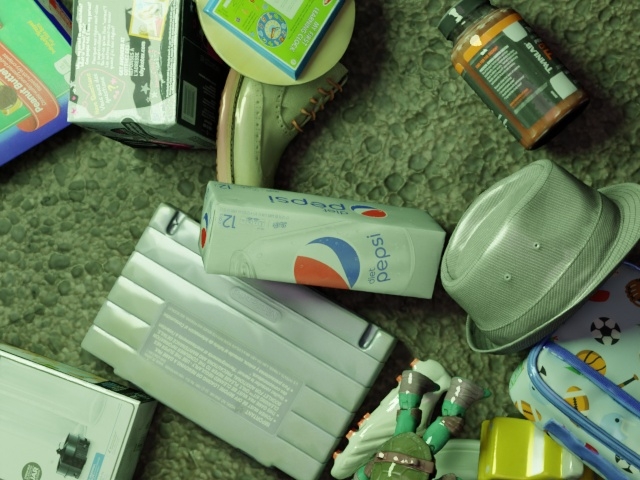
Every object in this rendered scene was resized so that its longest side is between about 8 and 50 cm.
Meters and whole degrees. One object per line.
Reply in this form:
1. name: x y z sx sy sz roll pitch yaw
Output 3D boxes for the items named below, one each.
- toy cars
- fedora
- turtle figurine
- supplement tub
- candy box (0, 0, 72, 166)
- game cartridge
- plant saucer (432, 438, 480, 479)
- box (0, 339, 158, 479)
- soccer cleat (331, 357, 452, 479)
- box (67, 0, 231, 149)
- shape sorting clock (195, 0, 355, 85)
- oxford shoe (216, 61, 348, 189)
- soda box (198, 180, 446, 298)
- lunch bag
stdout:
1. toy cars: 0.354 0.340 1.652 0.176 0.087 0.393 -36 81 -26
2. fedora: 0.242 0.001 1.635 0.124 0.243 0.275 40 107 -16
3. turtle figurine: 0.113 0.273 1.643 0.175 0.118 0.234 13 72 23
4. supplement tub: 0.233 -0.214 1.726 0.106 0.106 0.198 -41 82 6
5. candy box: -0.474 -0.219 1.773 0.317 0.268 0.122 -29 39 9
6. game cartridge: -0.108 0.134 1.795 0.355 0.068 0.230 30 97 10
7. plant saucer: 0.173 0.447 1.709 0.401 0.100 0.400 0 87 9
8. box: -0.378 0.238 1.821 0.290 0.087 0.169 20 91 11
9. soccer cleat: 0.092 0.234 1.751 0.076 0.068 0.196 42 92 6
10. box: -0.207 -0.203 1.730 0.142 0.247 0.163 2 87 11
11. shape sorting clock: -0.053 -0.286 1.687 0.206 0.040 0.206 4 78 -20
12. oxford shoe: -0.044 -0.188 1.760 0.147 0.140 0.396 9 91 3
13. soda box: 0.000 0.000 1.700 0.286 0.098 0.091 7 107 -14
14. lunch bag: 0.385 0.185 1.623 0.303 0.115 0.243 37 59 9
